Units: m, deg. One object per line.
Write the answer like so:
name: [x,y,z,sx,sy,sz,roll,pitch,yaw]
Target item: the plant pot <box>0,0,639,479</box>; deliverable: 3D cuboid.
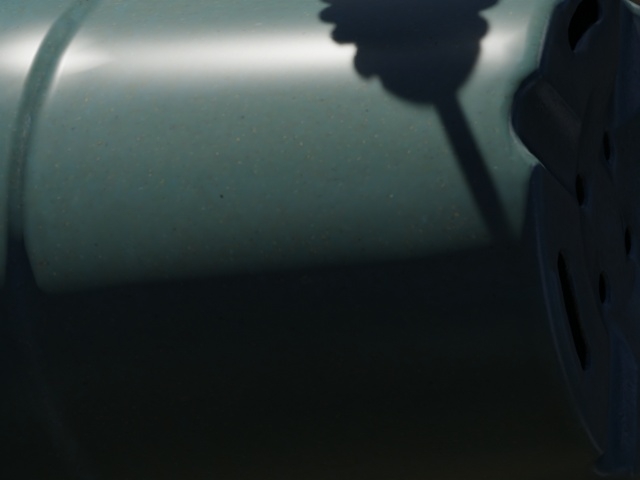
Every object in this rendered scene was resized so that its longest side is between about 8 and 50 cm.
plant pot: [0.000,0.000,0.914,0.334,0.341,0.341,-6,36,26]
